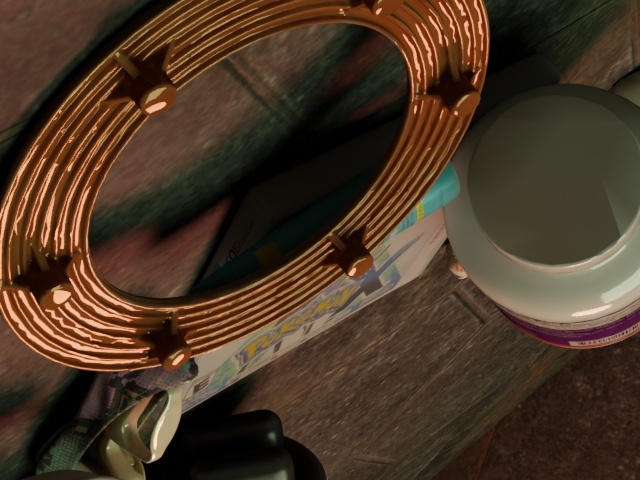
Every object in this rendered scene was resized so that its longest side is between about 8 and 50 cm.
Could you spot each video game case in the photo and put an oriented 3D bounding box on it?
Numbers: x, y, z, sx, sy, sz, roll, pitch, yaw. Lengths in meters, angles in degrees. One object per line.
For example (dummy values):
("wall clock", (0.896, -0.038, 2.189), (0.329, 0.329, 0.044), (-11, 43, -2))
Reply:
("video game case", (0.023, 0.000, 1.212), (0.329, 0.036, 0.300), (-27, 160, -37))

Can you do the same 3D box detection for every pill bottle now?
("pill bottle", (0.198, -0.016, 1.175), (0.181, 0.181, 0.323), (-41, 164, 3))

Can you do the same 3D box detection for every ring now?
("ring", (-0.033, -0.035, 0.861), (0.337, 0.032, 0.336), (-27, 149, -18))

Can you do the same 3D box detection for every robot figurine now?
("robot figurine", (-0.074, 0.302, 1.459), (0.209, 0.174, 0.278), (-49, 143, -47))

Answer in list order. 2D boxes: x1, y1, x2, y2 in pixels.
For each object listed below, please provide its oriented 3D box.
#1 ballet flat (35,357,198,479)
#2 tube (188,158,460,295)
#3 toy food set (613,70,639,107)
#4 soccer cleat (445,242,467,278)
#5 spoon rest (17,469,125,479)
("ballet flat", (-0.154, 0.144, 1.122), (0.077, 0.079, 0.221), (-25, 159, -46))
("tube", (0.000, 0.000, 1.021), (0.207, 0.052, 0.080), (-33, 144, -16))
("toy food set", (0.374, -0.121, 1.626), (0.220, 0.092, 0.306), (-23, 158, -16))
("soccer cleat", (0.161, 0.005, 1.491), (0.076, 0.068, 0.196), (-37, 167, 0))
("spoon rest", (-0.219, 0.202, 1.022), (0.137, 0.084, 0.276), (-1, 173, 45))
